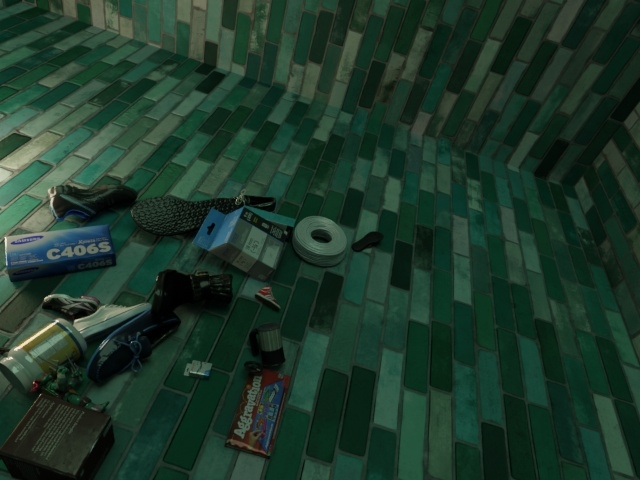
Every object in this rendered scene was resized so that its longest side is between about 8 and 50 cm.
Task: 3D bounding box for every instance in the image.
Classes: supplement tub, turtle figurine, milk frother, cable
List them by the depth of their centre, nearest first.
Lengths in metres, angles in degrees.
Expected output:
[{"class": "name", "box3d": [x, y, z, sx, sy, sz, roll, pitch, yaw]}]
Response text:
[{"class": "turtle figurine", "box3d": [-0.723, 0.424, 1.326, 0.234, 0.175, 0.118, 41, 73, -7]}, {"class": "supplement tub", "box3d": [-0.835, 0.348, 1.396, 0.144, 0.144, 0.200, 32, 44, 14]}, {"class": "milk frother", "box3d": [-0.197, 0.369, 1.588, 0.129, 0.134, 0.143, -7, 8, 8]}, {"class": "cable", "box3d": [0.000, 0.000, 2.106, 0.257, 0.089, 0.257, 25, 42, 7]}]

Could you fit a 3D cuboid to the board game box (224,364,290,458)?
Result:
[{"class": "board game box", "box3d": [-0.198, 0.548, 1.503, 0.145, 0.027, 0.281, 16, 42, -1]}]

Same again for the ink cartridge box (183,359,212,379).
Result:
[{"class": "ink cartridge box", "box3d": [-0.410, 0.432, 1.547, 0.083, 0.028, 0.048, 12, 42, -6]}]

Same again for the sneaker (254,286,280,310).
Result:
[{"class": "sneaker", "box3d": [-0.195, 0.226, 1.832, 0.118, 0.042, 0.067, 30, 46, 15]}]

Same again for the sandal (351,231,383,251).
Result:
[{"class": "sandal", "box3d": [0.225, 0.009, 2.222, 0.179, 0.040, 0.067, -27, 52, -22]}]

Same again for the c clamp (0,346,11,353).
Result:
[{"class": "c clamp", "box3d": [-1.024, 0.322, 1.394, 0.161, 0.137, 0.022, 15, 64, -25]}]

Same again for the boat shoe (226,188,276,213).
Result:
[{"class": "boat shoe", "box3d": [-0.356, -0.171, 2.146, 0.306, 0.105, 0.113, 5, 44, -15]}]

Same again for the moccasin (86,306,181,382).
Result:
[{"class": "moccasin", "box3d": [-0.594, 0.329, 1.505, 0.117, 0.137, 0.342, 23, 42, 16]}]

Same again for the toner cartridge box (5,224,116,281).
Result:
[{"class": "toner cartridge box", "box3d": [-0.963, 0.041, 1.726, 0.348, 0.075, 0.165, -10, 48, -28]}]

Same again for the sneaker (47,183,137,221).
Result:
[{"class": "sneaker", "box3d": [-0.943, -0.154, 1.936, 0.341, 0.125, 0.139, -8, 76, -31]}]

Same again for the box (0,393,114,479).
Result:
[{"class": "box", "box3d": [-0.687, 0.545, 1.224, 0.203, 0.167, 0.168, 19, 41, 0]}]

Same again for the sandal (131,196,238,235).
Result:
[{"class": "sandal", "box3d": [-0.575, -0.094, 1.983, 0.446, 0.107, 0.167, -3, 74, -30]}]

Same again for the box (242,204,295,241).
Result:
[{"class": "box", "box3d": [-0.242, -0.076, 2.090, 0.244, 0.100, 0.060, 15, 41, -4]}]

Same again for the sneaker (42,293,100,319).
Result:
[{"class": "sneaker", "box3d": [-0.854, 0.231, 1.573, 0.178, 0.072, 0.077, 2, 55, -10]}]

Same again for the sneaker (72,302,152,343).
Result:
[{"class": "sneaker", "box3d": [-0.705, 0.256, 1.571, 0.258, 0.094, 0.091, -21, 69, -34]}]

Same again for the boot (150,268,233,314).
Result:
[{"class": "boot", "box3d": [-0.441, 0.180, 1.636, 0.260, 0.131, 0.348, 10, 9, -8]}]

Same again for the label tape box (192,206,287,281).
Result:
[{"class": "label tape box", "box3d": [-0.323, -0.012, 1.919, 0.334, 0.106, 0.240, 31, 39, -15]}]
